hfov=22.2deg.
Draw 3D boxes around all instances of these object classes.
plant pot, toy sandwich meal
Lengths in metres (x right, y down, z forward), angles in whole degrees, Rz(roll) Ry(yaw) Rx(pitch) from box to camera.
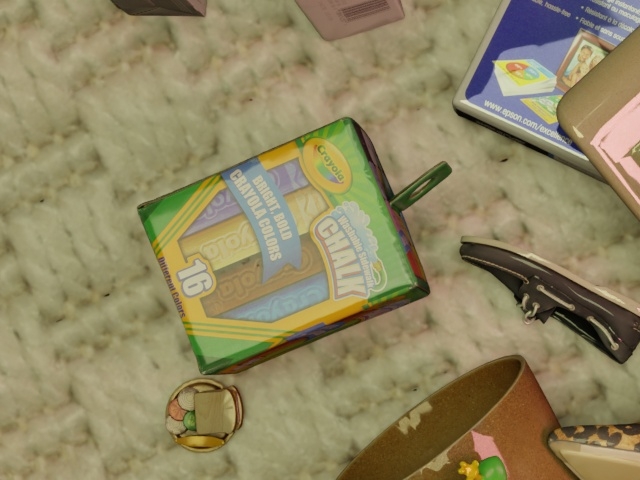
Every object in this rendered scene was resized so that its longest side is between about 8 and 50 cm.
[{"bbox_3d":[0.171,0.279,1.550,0.237,0.237,0.254,-37,96,4],"label":"plant pot"},{"bbox_3d":[-0.121,0.180,1.680,0.085,0.029,0.085,-1,85,8],"label":"toy sandwich meal"}]

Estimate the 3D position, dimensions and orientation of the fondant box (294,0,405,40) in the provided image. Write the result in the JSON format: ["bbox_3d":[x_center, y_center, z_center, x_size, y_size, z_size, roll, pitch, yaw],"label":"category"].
[{"bbox_3d":[-0.011,-0.386,1.608,0.096,0.238,0.330,-16,83,7],"label":"fondant box"}]

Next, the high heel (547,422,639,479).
[{"bbox_3d":[0.329,0.165,1.539,0.261,0.093,0.186,17,49,-14],"label":"high heel"}]

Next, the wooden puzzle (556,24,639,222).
[{"bbox_3d":[0.447,-0.097,1.539,0.322,0.080,0.348,-42,98,-3],"label":"wooden puzzle"}]

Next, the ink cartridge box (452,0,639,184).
[{"bbox_3d":[0.333,-0.203,1.631,0.303,0.072,0.307,27,87,10],"label":"ink cartridge box"}]

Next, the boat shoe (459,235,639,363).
[{"bbox_3d":[0.225,0.057,1.619,0.206,0.075,0.065,25,86,5],"label":"boat shoe"}]

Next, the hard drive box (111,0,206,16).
[{"bbox_3d":[-0.172,-0.360,1.660,0.089,0.181,0.232,3,85,10],"label":"hard drive box"}]

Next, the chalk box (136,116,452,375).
[{"bbox_3d":[0.000,0.000,1.603,0.289,0.180,0.179,-22,82,7],"label":"chalk box"}]

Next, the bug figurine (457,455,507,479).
[{"bbox_3d":[0.161,0.310,1.410,0.279,0.072,0.216,27,85,-16],"label":"bug figurine"}]
